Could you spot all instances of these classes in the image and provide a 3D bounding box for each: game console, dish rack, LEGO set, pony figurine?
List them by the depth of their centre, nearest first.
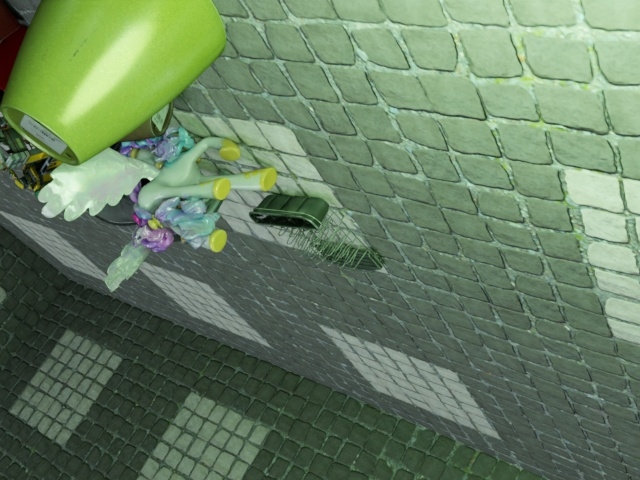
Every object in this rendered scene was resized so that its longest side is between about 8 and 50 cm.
[{"bbox_3d":[-0.323,-0.088,1.519,0.364,0.351,0.302,13,142,31],"label":"pony figurine"},{"bbox_3d":[-0.604,-0.349,1.565,0.085,0.144,0.124,21,158,29],"label":"game console"},{"bbox_3d":[0.000,0.000,1.629,0.208,0.074,0.271,9,151,48],"label":"dish rack"},{"bbox_3d":[-0.694,-0.251,1.652,0.255,0.192,0.331,-20,96,48],"label":"LEGO set"}]

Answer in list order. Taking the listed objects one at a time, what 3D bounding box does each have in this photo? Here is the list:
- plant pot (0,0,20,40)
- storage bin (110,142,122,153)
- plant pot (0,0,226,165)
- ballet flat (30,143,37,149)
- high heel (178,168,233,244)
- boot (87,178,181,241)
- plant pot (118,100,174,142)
[{"bbox_3d":[-0.809,-0.460,1.468,0.267,0.267,0.235,16,143,35],"label":"plant pot"},{"bbox_3d":[-0.563,-0.231,1.815,0.180,0.122,0.084,28,159,8],"label":"storage bin"},{"bbox_3d":[-0.339,-0.269,1.153,0.275,0.293,0.274,27,159,11],"label":"plant pot"},{"bbox_3d":[-0.718,-0.240,2.085,0.241,0.077,0.091,32,159,-3],"label":"ballet flat"},{"bbox_3d":[-0.336,-0.106,1.688,0.261,0.186,0.093,22,163,23],"label":"high heel"},{"bbox_3d":[-0.510,-0.127,2.035,0.338,0.118,0.222,13,153,15],"label":"boot"},{"bbox_3d":[-0.403,-0.267,1.424,0.231,0.215,0.215,13,157,8],"label":"plant pot"}]
